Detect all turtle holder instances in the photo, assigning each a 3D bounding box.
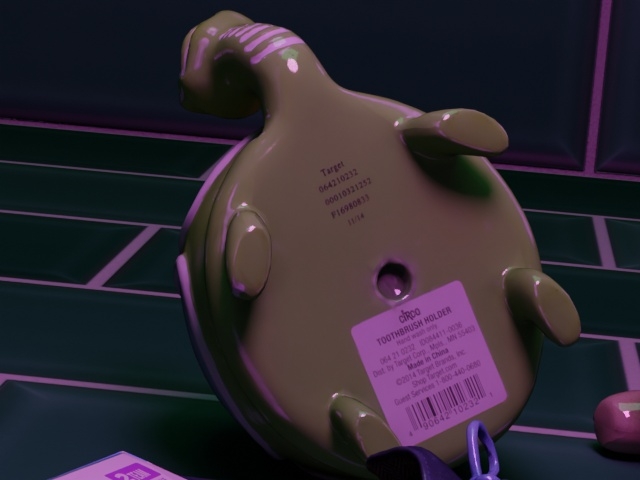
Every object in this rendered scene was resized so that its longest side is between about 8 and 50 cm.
[{"bbox_3d":[-0.006,0.018,1.332,0.320,0.243,0.227,39,-19,-12],"label":"turtle holder"}]

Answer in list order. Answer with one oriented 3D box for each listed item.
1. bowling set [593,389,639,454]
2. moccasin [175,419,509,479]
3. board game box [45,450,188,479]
[{"bbox_3d":[0.322,0.090,1.344,0.154,0.200,0.287,1,15,-22],"label":"bowling set"},{"bbox_3d":[0.051,0.165,1.020,0.342,0.117,0.138,-1,12,-27],"label":"moccasin"},{"bbox_3d":[0.003,0.187,0.772,0.316,0.064,0.242,22,8,15],"label":"board game box"}]
